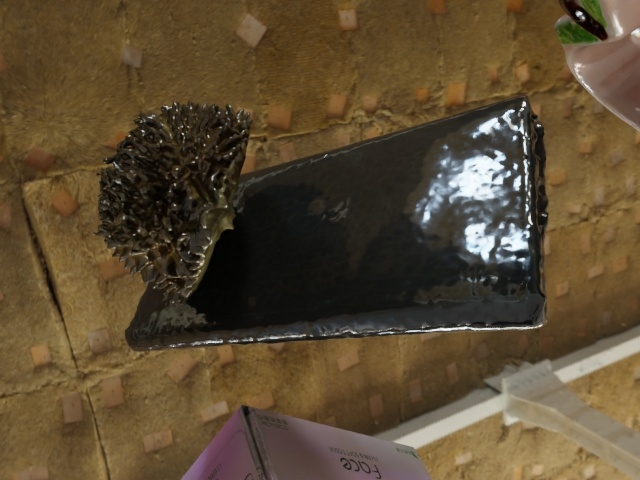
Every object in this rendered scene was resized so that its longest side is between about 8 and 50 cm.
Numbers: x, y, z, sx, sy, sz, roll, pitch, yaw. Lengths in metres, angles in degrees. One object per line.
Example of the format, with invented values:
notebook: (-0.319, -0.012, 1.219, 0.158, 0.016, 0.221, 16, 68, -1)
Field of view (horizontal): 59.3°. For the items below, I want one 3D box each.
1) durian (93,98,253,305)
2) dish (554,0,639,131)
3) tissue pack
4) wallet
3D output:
durian: (-0.105, -0.036, 0.388, 0.091, 0.188, 0.149, 24, -85, -27)
dish: (0.220, -0.096, 0.263, 0.213, 0.213, 0.090, 30, -78, -27)
tissue pack: (-0.008, 0.259, 0.537, 0.246, 0.092, 0.149, 27, -72, -35)
wallet: (0.000, 0.000, 0.418, 0.044, 0.320, 0.171, 47, -136, -43)
